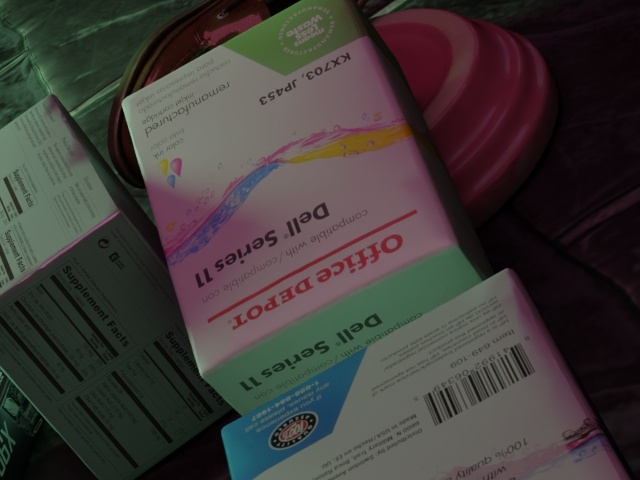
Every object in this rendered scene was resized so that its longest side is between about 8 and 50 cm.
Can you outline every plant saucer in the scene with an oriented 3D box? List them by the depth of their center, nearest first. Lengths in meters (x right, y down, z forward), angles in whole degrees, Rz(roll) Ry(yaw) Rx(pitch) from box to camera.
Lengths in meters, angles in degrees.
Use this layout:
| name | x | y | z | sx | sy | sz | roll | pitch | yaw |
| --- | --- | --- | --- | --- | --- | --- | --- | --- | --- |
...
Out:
| name | x | y | z | sx | sy | sz | roll | pitch | yaw |
| --- | --- | --- | --- | --- | --- | --- | --- | --- | --- |
| plant saucer | 0.038 | -0.092 | 1.422 | 0.332 | 0.084 | 0.332 | -23 | 34 | 17 |

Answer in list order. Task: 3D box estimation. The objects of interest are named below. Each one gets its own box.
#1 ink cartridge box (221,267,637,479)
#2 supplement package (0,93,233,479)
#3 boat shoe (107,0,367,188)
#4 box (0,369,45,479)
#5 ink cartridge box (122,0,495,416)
| name | x | y | z | sx | sy | sz | roll | pitch | yaw |
| --- | --- | --- | --- | --- | --- | --- | --- | --- | --- |
| ink cartridge box | 0.093 | 0.195 | 0.873 | 0.198 | 0.197 | 0.270 | -29 | 31 | 6 |
| supplement package | -0.193 | 0.037 | 1.342 | 0.145 | 0.204 | 0.262 | -36 | 31 | -1 |
| boat shoe | -0.064 | -0.165 | 1.427 | 0.104 | 0.110 | 0.307 | 2 | 47 | 45 |
| box | -0.379 | 0.222 | 1.323 | 0.242 | 0.076 | 0.307 | -5 | 39 | 15 |
| ink cartridge box | 0.000 | 0.000 | 1.204 | 0.207 | 0.119 | 0.353 | -28 | 51 | 9 |
